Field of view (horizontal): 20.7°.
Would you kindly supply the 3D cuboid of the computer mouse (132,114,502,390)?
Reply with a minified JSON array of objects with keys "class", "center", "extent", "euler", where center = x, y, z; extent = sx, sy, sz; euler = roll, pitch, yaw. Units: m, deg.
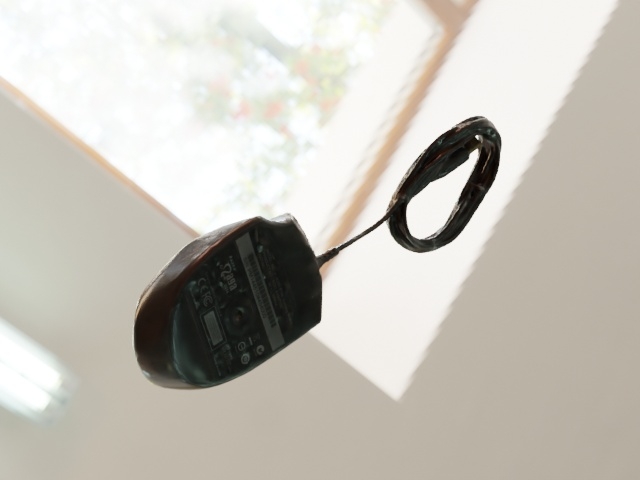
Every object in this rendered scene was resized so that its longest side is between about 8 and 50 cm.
[{"class":"computer mouse","center":[0.000,0.000,0.862],"extent":[0.242,0.071,0.041],"euler":[-30,-155,-33]}]
